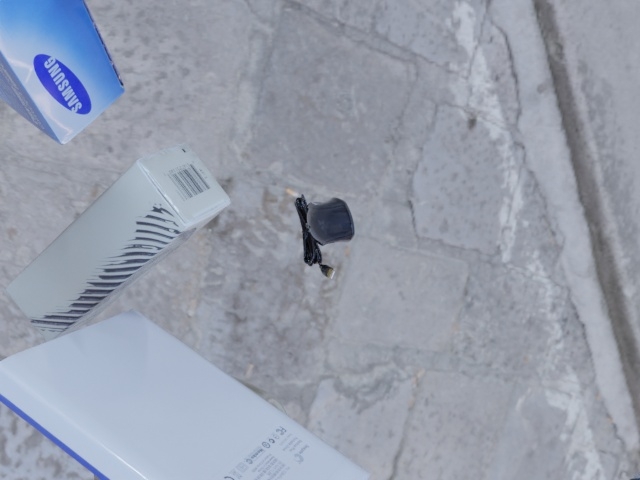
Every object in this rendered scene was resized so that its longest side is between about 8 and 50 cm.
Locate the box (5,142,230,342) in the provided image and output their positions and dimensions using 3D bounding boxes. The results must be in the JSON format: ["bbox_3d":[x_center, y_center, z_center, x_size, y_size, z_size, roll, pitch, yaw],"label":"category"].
[{"bbox_3d":[-0.244,0.006,0.887,0.094,0.275,0.113,52,29,-1],"label":"box"}]

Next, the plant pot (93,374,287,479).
[{"bbox_3d":[-0.141,0.291,0.994,0.284,0.191,0.284,-17,90,-77],"label":"plant pot"}]

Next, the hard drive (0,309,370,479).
[{"bbox_3d":[-0.124,0.188,0.718,0.040,0.319,0.210,-63,164,18],"label":"hard drive"}]

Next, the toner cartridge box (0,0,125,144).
[{"bbox_3d":[-0.252,-0.217,0.473,0.075,0.165,0.348,-47,161,-17],"label":"toner cartridge box"}]

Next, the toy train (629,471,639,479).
[{"bbox_3d":[0.482,0.512,1.086,0.142,0.190,0.333,5,69,-46],"label":"toy train"}]

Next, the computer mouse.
[{"bbox_3d":[0.000,0.000,1.569,0.060,0.262,0.184,-17,102,-21],"label":"computer mouse"}]
